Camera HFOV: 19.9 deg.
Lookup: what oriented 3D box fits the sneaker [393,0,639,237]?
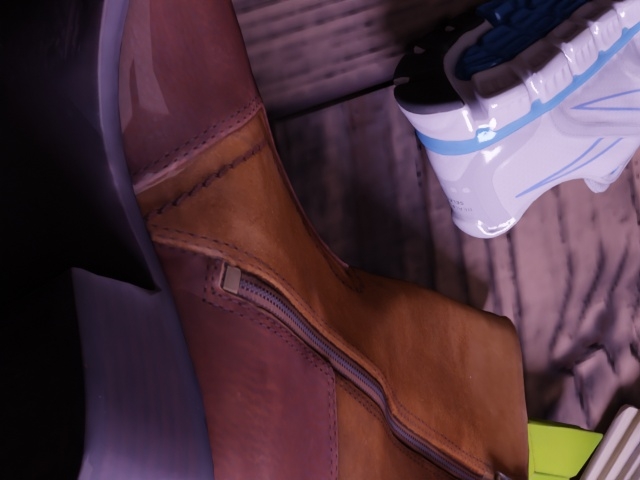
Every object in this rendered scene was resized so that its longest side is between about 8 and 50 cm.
[{"bbox_3d":[0.110,-0.066,0.693,0.190,0.071,0.083,-32,127,-22],"label":"sneaker"}]

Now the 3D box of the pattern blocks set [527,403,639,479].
[{"bbox_3d":[0.135,0.175,0.778,0.325,0.026,0.285,-46,123,-20],"label":"pattern blocks set"}]

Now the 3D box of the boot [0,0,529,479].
[{"bbox_3d":[0.000,0.000,0.587,0.280,0.096,0.264,24,48,-50],"label":"boot"}]
